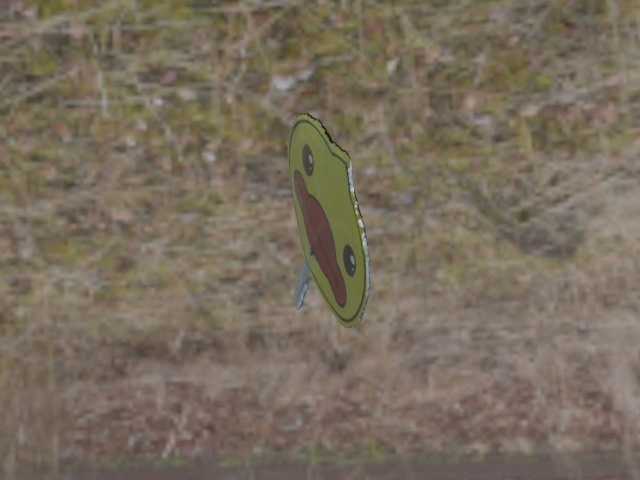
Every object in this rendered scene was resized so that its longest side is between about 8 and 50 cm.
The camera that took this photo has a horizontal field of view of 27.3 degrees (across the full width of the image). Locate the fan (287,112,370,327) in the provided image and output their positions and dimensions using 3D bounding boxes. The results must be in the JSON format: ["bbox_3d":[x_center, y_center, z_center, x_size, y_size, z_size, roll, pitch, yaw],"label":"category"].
[{"bbox_3d":[-0.001,0.000,1.427,0.011,0.230,0.335,-14,155,-17],"label":"fan"}]
